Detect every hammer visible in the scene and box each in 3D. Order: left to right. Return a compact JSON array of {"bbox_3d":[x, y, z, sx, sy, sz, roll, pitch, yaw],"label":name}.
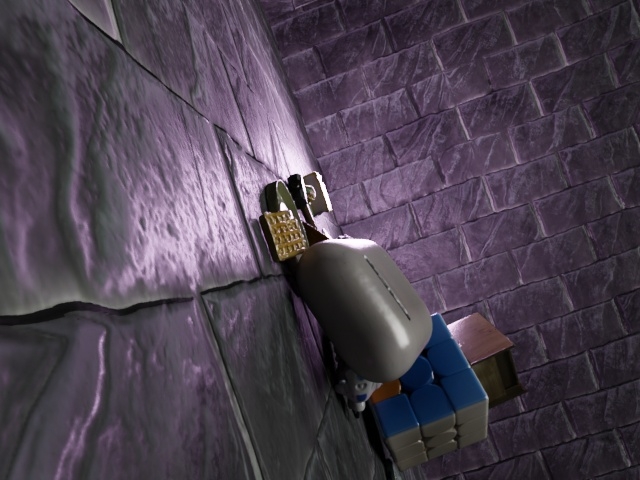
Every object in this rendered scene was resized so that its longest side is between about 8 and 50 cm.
[{"bbox_3d":[-0.019,-0.031,1.415,0.111,0.043,0.366,-104,174,-46],"label":"hammer"}]

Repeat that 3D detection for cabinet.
[{"bbox_3d":[0.487,0.362,1.437,0.215,0.148,0.175,-123,-170,-70],"label":"cabinet"}]

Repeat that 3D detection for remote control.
[{"bbox_3d":[0.202,0.664,1.268,0.065,0.029,0.166,63,7,-12],"label":"remote control"}]

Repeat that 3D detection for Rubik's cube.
[{"bbox_3d":[0.284,0.440,1.369,0.291,0.291,0.291,67,0,-47],"label":"Rubik's cube"}]

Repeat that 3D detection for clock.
[{"bbox_3d":[-0.061,-0.017,1.016,0.235,0.029,0.235,-19,90,-84],"label":"clock"}]

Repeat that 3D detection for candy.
[{"bbox_3d":[-0.037,-0.119,1.531,0.201,0.060,0.061,75,-2,-69],"label":"candy"}]

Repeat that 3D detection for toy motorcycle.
[{"bbox_3d":[0.066,0.260,1.023,0.150,0.102,0.221,99,-18,-55],"label":"toy motorcycle"}]

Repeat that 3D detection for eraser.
[{"bbox_3d":[-0.013,-0.173,1.787,0.226,0.069,0.158,-41,111,-84],"label":"eraser"}]

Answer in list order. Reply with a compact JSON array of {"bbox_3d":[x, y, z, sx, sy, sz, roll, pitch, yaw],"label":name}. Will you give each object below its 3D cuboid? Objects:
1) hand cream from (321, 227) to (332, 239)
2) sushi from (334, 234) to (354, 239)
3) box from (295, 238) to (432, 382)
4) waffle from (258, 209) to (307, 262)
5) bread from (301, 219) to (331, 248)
[{"bbox_3d":[0.028,0.020,1.671,0.255,0.048,0.080,-102,177,-75],"label":"hand cream"},{"bbox_3d":[0.112,0.085,1.842,0.127,0.124,0.225,-102,170,-51],"label":"sushi"},{"bbox_3d":[0.101,0.125,0.966,0.289,0.141,0.349,56,19,12],"label":"box"},{"bbox_3d":[-0.065,-0.012,0.857,0.092,0.021,0.135,70,19,-2],"label":"waffle"},{"bbox_3d":[-0.001,-0.004,1.271,0.074,0.084,0.139,63,9,-47],"label":"bread"}]
